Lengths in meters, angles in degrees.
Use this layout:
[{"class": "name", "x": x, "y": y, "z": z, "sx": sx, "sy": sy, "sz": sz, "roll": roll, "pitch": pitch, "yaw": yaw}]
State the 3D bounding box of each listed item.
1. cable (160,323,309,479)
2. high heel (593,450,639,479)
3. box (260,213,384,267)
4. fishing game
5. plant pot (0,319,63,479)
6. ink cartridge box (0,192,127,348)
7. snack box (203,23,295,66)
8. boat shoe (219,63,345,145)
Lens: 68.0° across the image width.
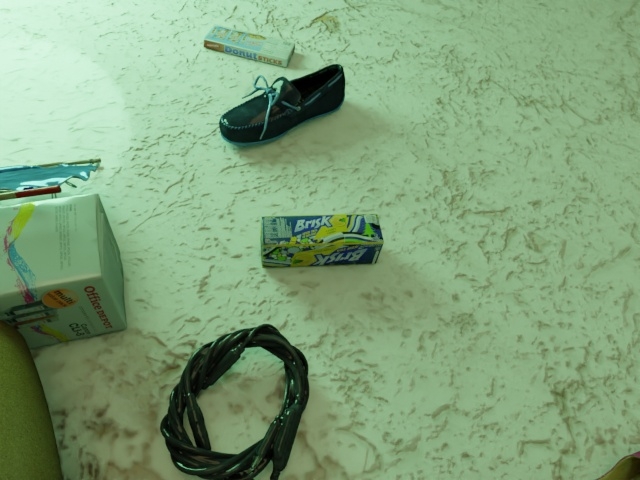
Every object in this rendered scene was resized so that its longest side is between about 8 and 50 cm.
[{"class": "cable", "x": -0.092, "y": 0.179, "z": 0.545, "sx": 0.151, "sy": 0.047, "sz": 0.184, "roll": 12, "pitch": 55, "yaw": 7}, {"class": "high heel", "x": 0.289, "y": 0.257, "z": 0.514, "sx": 0.244, "sy": 0.082, "sz": 0.117, "roll": -30, "pitch": 72, "yaw": -12}, {"class": "box", "x": 0.000, "y": 0.000, "z": 0.676, "sx": 0.169, "sy": 0.059, "sz": 0.054, "roll": -1, "pitch": 55, "yaw": -9}, {"class": "fishing game", "x": -0.391, "y": -0.071, "z": 0.621, "sx": 0.189, "sy": 0.041, "sz": 0.264, "roll": -10, "pitch": 20, "yaw": -16}, {"class": "plant pot", "x": -0.336, "y": 0.193, "z": 0.402, "sx": 0.237, "sy": 0.237, "sz": 0.254, "roll": -11, "pitch": 42, "yaw": -16}, {"class": "ink cartridge box", "x": -0.332, "y": 0.042, "z": 0.554, "sx": 0.176, "sy": 0.128, "sz": 0.127, "roll": -12, "pitch": 56, "yaw": -15}, {"class": "snack box", "x": -0.146, "y": -0.404, "z": 0.981, "sx": 0.179, "sy": 0.022, "sz": 0.064, "roll": 15, "pitch": 54, "yaw": 3}, {"class": "boat shoe", "x": -0.068, "y": -0.254, "z": 0.838, "sx": 0.258, "sy": 0.089, "sz": 0.109, "roll": -35, "pitch": 65, "yaw": -29}]
